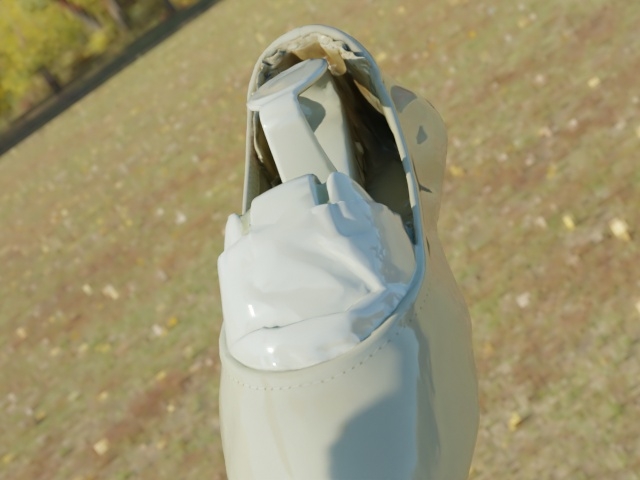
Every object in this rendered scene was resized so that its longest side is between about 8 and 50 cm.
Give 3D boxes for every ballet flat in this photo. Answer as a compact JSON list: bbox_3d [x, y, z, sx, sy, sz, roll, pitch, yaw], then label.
[{"bbox_3d":[0.000,0.000,0.475,0.086,0.086,0.248,-31,26,18],"label":"ballet flat"}]
